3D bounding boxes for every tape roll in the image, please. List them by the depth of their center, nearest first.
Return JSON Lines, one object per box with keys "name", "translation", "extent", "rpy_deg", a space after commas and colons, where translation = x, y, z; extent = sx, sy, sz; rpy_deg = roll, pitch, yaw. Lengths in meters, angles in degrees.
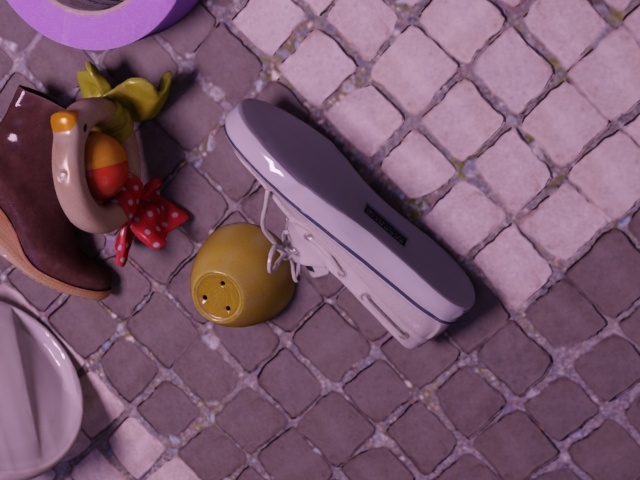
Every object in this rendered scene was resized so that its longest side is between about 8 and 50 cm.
{"name": "tape roll", "translation": [-0.262, -0.369, 1.697], "extent": [0.275, 0.090, 0.275], "rpy_deg": [6, 109, 19]}

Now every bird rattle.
{"name": "bird rattle", "translation": [-0.265, -0.087, 1.731], "extent": [0.143, 0.207, 0.253], "rpy_deg": [9, 105, 23]}

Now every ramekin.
{"name": "ramekin", "translation": [-0.458, 0.216, 1.873], "extent": [0.273, 0.273, 0.127], "rpy_deg": [47, 128, 0]}

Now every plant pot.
{"name": "plant pot", "translation": [-0.110, 0.054, 1.776], "extent": [0.134, 0.095, 0.134], "rpy_deg": [6, 108, 18]}

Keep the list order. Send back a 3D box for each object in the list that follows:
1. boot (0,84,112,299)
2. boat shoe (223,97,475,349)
{"name": "boot", "translation": [-0.332, -0.056, 1.823], "extent": [0.248, 0.090, 0.207], "rpy_deg": [32, 98, -19]}
{"name": "boat shoe", "translation": [0.003, -0.003, 1.707], "extent": [0.367, 0.136, 0.156], "rpy_deg": [40, 119, -7]}
